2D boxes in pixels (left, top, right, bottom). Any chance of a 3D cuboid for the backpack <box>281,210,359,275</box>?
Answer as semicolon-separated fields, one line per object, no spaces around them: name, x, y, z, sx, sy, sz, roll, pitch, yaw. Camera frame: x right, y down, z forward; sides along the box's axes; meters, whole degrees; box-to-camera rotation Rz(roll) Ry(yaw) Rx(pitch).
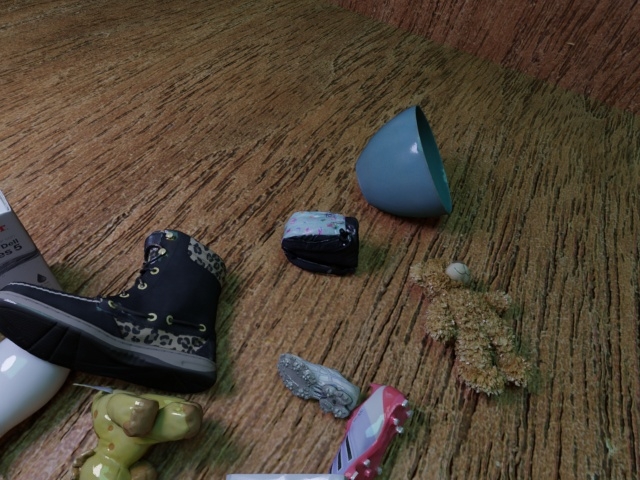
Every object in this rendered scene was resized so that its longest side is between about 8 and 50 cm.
backpack;0.000;0.000;0.989;0.182;0.152;0.115;3;44;9

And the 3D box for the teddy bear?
teddy bear;0.329;0.169;0.909;0.245;0.113;0.338;4;50;-8

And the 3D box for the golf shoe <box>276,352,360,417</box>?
golf shoe;-0.004;0.274;0.813;0.176;0.069;0.086;28;18;25

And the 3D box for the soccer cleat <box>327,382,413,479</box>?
soccer cleat;0.069;0.364;0.738;0.095;0.083;0.248;11;47;46

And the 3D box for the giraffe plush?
giraffe plush;-0.307;0.331;0.655;0.210;0.181;0.170;15;71;-10

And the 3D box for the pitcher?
pitcher;-0.532;0.235;0.678;0.125;0.177;0.207;0;45;31

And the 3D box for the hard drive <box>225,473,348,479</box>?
hard drive;-0.065;0.497;0.571;0.203;0.040;0.307;-9;47;16

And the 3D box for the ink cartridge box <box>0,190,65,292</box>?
ink cartridge box;-0.628;0.044;0.753;0.198;0.273;0.115;-32;62;-30

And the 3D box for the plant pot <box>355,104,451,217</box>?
plant pot;0.209;-0.184;1.107;0.195;0.290;0.290;-16;44;25

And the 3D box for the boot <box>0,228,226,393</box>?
boot;-0.347;0.100;0.778;0.377;0.138;0.284;27;41;-25
